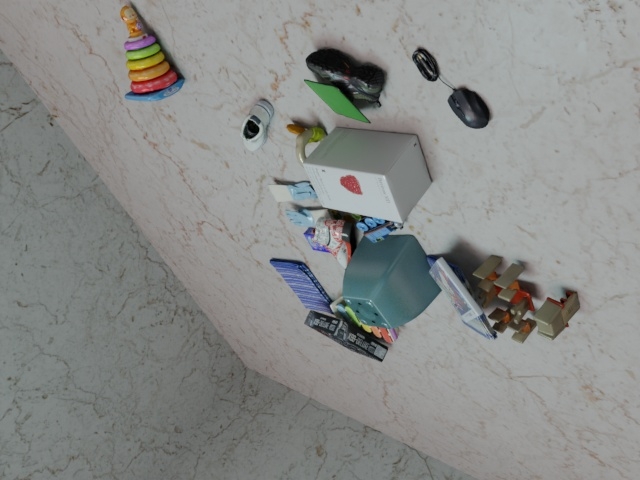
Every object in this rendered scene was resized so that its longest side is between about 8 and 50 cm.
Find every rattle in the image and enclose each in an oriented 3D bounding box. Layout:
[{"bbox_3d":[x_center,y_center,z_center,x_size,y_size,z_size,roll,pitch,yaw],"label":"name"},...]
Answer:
[{"bbox_3d":[-0.043,-0.250,1.870,0.142,0.130,0.200,6,128,33],"label":"rattle"}]

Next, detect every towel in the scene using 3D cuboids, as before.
[{"bbox_3d":[0.448,0.178,1.930,0.285,0.034,0.209,58,173,-14],"label":"towel"},{"bbox_3d":[-0.077,0.213,2.749,0.243,0.040,0.336,5,138,49],"label":"towel"}]

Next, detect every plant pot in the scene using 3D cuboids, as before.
[{"bbox_3d":[0.221,0.156,2.048,0.247,0.252,0.248,0,134,51],"label":"plant pot"}]

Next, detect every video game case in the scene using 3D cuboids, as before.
[{"bbox_3d":[0.408,0.154,1.848,0.201,0.023,0.183,56,174,13],"label":"video game case"}]

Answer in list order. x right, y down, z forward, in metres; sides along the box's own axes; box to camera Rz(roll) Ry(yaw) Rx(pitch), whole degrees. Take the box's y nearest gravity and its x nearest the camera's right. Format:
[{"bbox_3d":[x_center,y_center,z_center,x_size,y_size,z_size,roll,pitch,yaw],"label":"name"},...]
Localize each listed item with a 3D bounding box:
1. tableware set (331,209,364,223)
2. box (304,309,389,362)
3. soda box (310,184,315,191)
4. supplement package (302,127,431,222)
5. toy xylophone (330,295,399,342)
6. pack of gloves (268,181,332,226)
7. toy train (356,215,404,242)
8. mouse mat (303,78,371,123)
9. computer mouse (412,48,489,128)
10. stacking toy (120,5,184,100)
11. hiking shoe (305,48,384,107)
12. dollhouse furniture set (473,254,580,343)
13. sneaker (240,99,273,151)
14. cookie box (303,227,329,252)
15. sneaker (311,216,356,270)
[{"bbox_3d":[0.100,-0.080,2.089,0.154,0.024,0.104,22,149,30],"label":"tableware set"},{"bbox_3d":[0.112,0.420,2.667,0.307,0.077,0.242,34,166,-30],"label":"box"},{"bbox_3d":[0.034,-0.195,1.954,0.053,0.060,0.169,47,152,-9],"label":"soda box"},{"bbox_3d":[0.131,-0.189,1.711,0.292,0.175,0.178,14,143,40],"label":"supplement package"},{"bbox_3d":[0.205,0.336,2.536,0.322,0.081,0.236,8,141,46],"label":"toy xylophone"},{"bbox_3d":[-0.058,-0.137,2.201,0.232,0.046,0.195,2,129,42],"label":"pack of gloves"},{"bbox_3d":[0.195,-0.059,1.949,0.105,0.080,0.184,37,153,-16],"label":"toy train"},{"bbox_3d":[0.044,-0.374,1.625,0.152,0.007,0.189,39,178,-35],"label":"mouse mat"},{"bbox_3d":[0.298,-0.346,1.409,0.242,0.041,0.071,42,154,-5],"label":"computer mouse"},{"bbox_3d":[-0.589,-0.624,2.013,0.165,0.175,0.302,11,128,34],"label":"stacking toy"},{"bbox_3d":[0.057,-0.410,1.565,0.226,0.086,0.114,29,151,21],"label":"hiking shoe"},{"bbox_3d":[0.603,0.177,1.781,0.259,0.135,0.262,26,152,48],"label":"dollhouse furniture set"},{"bbox_3d":[-0.227,-0.361,1.991,0.094,0.091,0.258,38,153,3],"label":"sneaker"},{"bbox_3d":[0.000,0.000,2.319,0.107,0.040,0.092,10,141,45],"label":"cookie box"},{"bbox_3d":[0.048,0.008,2.171,0.144,0.090,0.270,13,150,13],"label":"sneaker"}]
